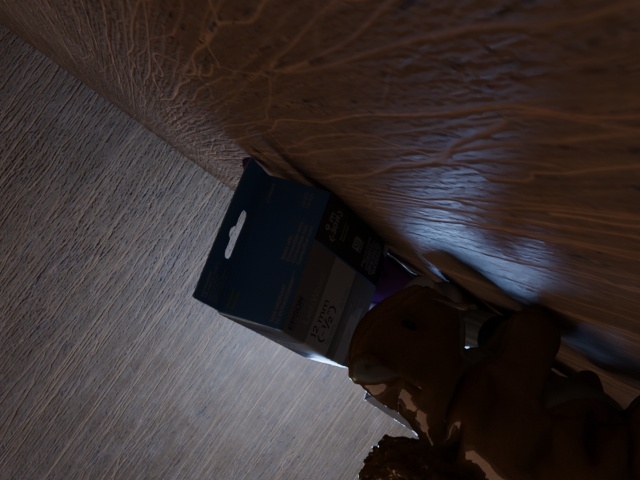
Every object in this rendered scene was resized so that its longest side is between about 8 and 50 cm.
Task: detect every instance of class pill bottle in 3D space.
[{"bbox_3d":[0.239,0.153,1.227,0.215,0.117,0.117,37,176,-27],"label":"pill bottle"}]

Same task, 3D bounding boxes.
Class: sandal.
[{"bbox_3d":[0.015,0.009,1.412,0.416,0.169,0.102,32,143,30],"label":"sandal"}]

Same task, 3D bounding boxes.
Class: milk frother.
[{"bbox_3d":[0.289,0.194,1.098,0.129,0.143,0.135,28,176,-9],"label":"milk frother"}]

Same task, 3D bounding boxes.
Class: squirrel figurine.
[{"bbox_3d":[0.183,0.258,0.892,0.371,0.396,0.281,26,-179,1],"label":"squirrel figurine"}]

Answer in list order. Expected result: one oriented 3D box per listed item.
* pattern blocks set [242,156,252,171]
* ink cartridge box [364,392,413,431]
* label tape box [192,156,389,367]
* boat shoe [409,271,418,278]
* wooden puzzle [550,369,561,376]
[{"bbox_3d":[-0.105,-0.001,1.320,0.285,0.026,0.324,-117,16,-80],"label":"pattern blocks set"},{"bbox_3d":[0.304,0.369,1.902,0.272,0.309,0.130,36,142,-11],"label":"ink cartridge box"},{"bbox_3d":[-0.032,0.050,1.163,0.115,0.249,0.348,10,162,34],"label":"label tape box"},{"bbox_3d":[0.207,0.136,1.442,0.258,0.109,0.089,35,-179,42],"label":"boat shoe"},{"bbox_3d":[0.388,0.276,1.346,0.239,0.044,0.221,30,-158,37],"label":"wooden puzzle"}]
